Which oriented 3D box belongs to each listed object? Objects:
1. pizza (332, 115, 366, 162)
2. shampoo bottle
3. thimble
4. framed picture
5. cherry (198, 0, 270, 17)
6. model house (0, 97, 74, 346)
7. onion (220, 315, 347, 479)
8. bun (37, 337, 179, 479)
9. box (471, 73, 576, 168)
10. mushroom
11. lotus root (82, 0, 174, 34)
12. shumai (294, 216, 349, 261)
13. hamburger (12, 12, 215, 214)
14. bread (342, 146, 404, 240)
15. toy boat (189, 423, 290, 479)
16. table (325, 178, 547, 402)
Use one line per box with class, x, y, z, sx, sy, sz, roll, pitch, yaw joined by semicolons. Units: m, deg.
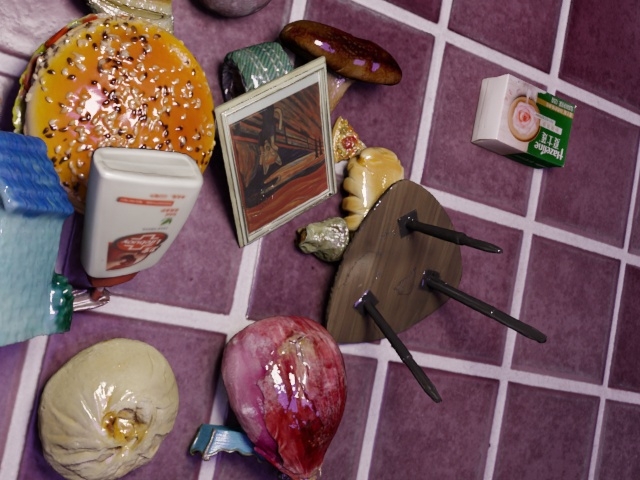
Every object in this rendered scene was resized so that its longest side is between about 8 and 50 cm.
pizza;0.054;-0.176;1.443;0.078;0.025;0.083;5;87;-28
shampoo bottle;-0.271;-0.001;1.092;0.153;0.284;0.071;-2;47;-39
thimble;-0.097;-0.243;1.300;0.090;0.118;0.135;-21;119;-24
framed picture;-0.060;-0.135;1.304;0.216;0.016;0.273;-32;137;-26
cherry;-0.124;-0.431;1.266;0.176;0.140;0.176;-20;120;-39
model house;-0.459;-0.054;0.973;0.294;0.251;0.330;10;97;10
onion;-0.028;0.253;1.305;0.227;0.120;0.284;-11;81;-41
bun;-0.299;0.252;1.181;0.222;0.127;0.223;1;89;-33
box;0.406;-0.233;1.623;0.199;0.081;0.135;15;83;-28
mushroom;0.012;-0.245;1.378;0.226;0.148;0.218;14;102;-21
lotus root;-0.293;-0.377;1.209;0.144;0.070;0.143;1;95;-36
shumai;0.000;0.000;1.383;0.080;0.083;0.082;-14;60;-49
hamburger;-0.288;-0.172;1.154;0.300;0.176;0.301;-1;92;-33
bread;0.093;-0.075;1.434;0.119;0.084;0.177;3;89;-33
toy boat;-0.120;0.347;1.319;0.185;0.075;0.077;16;80;-35
table;0.221;0.098;1.375;0.317;0.249;0.318;-17;122;-30
